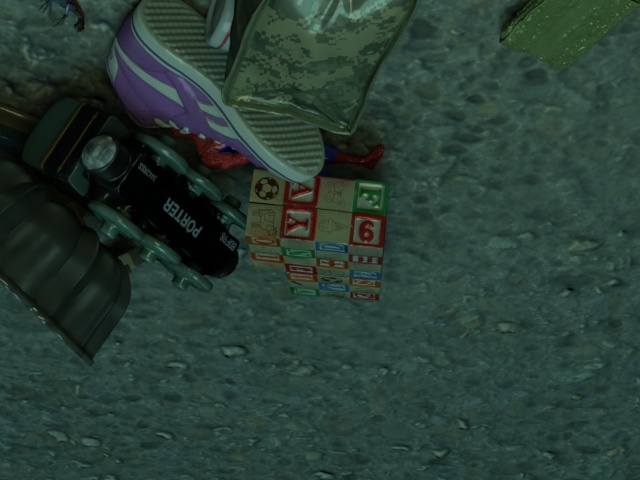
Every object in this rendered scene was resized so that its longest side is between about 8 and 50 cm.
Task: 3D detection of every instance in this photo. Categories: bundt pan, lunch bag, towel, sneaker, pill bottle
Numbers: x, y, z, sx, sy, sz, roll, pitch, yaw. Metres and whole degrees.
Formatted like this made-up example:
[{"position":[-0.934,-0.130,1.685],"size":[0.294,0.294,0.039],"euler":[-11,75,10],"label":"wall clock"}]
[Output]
[{"position":[-0.361,0.002,1.586],"size":[0.124,0.331,0.331],"euler":[-47,140,-10],"label":"bundt pan"},{"position":[0.012,-0.286,1.255],"size":[0.169,0.235,0.287],"euler":[13,143,-13],"label":"lunch bag"},{"position":[0.286,-0.258,1.472],"size":[0.110,0.027,0.148],"euler":[18,140,-25],"label":"towel"},{"position":[-0.130,-0.155,1.520],"size":[0.282,0.102,0.161],"euler":[43,138,-6],"label":"sneaker"},{"position":[-0.043,-0.239,1.450],"size":[0.160,0.087,0.087],"euler":[14,142,-19],"label":"pill bottle"}]

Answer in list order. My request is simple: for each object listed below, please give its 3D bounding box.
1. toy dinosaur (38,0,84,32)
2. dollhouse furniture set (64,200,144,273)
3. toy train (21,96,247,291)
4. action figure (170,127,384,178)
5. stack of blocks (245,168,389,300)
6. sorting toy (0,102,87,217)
[{"position":[-0.286,-0.270,1.453],"size":[0.090,0.047,0.082],"euler":[-34,151,25],"label":"toy dinosaur"},{"position":[-0.335,0.005,1.815],"size":[0.144,0.151,0.123],"euler":[-22,97,28],"label":"dollhouse furniture set"},{"position":[-0.223,-0.054,1.610],"size":[0.190,0.142,0.334],"euler":[27,170,31],"label":"toy train"},{"position":[-0.044,-0.131,1.601],"size":[0.280,0.091,0.139],"euler":[10,150,-15],"label":"action figure"},{"position":[0.000,0.000,1.701],"size":[0.171,0.087,0.297],"euler":[5,165,4],"label":"stack of blocks"},{"position":[-0.423,-0.066,1.736],"size":[0.229,0.041,0.307],"euler":[18,141,-22],"label":"sorting toy"}]
